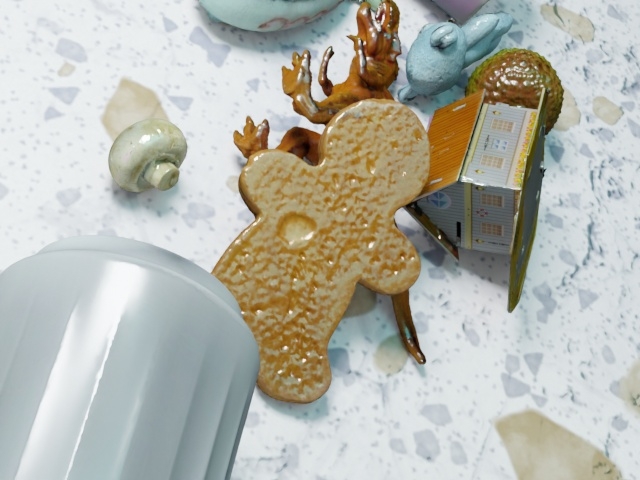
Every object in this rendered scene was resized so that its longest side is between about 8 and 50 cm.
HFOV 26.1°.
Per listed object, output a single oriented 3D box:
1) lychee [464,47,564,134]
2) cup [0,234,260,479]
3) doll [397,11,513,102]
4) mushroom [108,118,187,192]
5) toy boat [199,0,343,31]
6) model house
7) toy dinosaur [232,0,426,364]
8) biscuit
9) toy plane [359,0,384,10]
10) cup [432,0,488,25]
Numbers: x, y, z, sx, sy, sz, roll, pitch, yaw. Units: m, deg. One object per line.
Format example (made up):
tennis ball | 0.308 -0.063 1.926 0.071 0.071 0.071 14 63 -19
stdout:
lychee | 0.224 -0.166 1.599 0.114 0.114 0.146 23 28 -13
cup | -0.230 0.179 1.111 0.323 0.237 0.327 5 55 11
doll | 0.154 -0.231 1.605 0.075 0.120 0.180 39 46 10
mushroom | -0.169 -0.082 1.366 0.083 0.083 0.067 -23 59 -35
toy boat | -0.059 -0.290 1.565 0.134 0.079 0.208 49 42 14
model house | 0.161 -0.047 1.484 0.136 0.207 0.219 10 49 14
toy dinosaur | 0.018 -0.089 1.463 0.208 0.097 0.432 20 62 -34
biscuit | -0.001 0.000 1.365 0.205 0.049 0.324 32 79 -8
toy plane | 0.052 -0.306 1.645 0.080 0.033 0.083 -36 81 -26
cup | 0.118 -0.408 1.655 0.288 0.203 0.203 46 52 -5
